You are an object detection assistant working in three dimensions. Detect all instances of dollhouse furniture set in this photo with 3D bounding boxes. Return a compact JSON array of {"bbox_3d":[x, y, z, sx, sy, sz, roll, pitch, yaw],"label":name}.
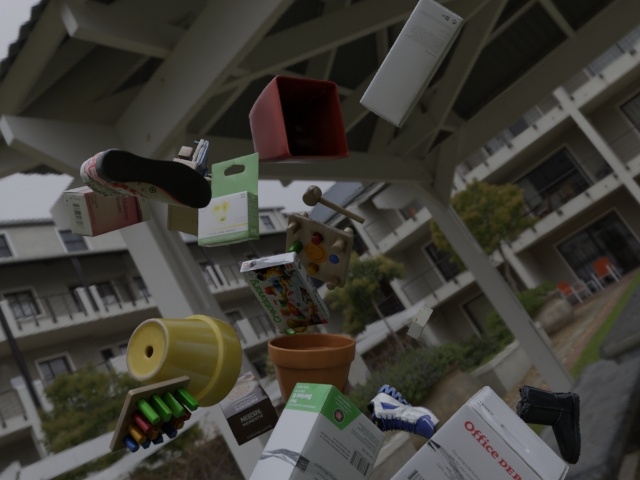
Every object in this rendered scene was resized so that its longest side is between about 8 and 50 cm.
[{"bbox_3d":[-0.328,-0.189,1.800,0.198,0.303,0.286,15,-44,-4],"label":"dollhouse furniture set"}]

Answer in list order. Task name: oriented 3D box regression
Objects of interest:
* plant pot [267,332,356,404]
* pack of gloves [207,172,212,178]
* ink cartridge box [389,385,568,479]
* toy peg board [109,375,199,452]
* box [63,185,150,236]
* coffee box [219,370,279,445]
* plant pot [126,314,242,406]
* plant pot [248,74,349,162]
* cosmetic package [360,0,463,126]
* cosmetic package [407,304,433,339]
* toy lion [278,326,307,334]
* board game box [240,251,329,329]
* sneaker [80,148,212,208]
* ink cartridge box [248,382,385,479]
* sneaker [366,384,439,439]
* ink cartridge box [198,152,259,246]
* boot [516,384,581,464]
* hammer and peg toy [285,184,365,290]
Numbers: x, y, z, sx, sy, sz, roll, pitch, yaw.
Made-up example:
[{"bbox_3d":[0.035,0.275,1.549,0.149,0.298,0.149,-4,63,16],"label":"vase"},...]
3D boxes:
[{"bbox_3d":[-0.028,0.432,1.921,0.290,0.204,0.291,0,1,0],"label":"plant pot"},{"bbox_3d":[-0.501,-0.207,2.548,0.232,0.046,0.195,-82,4,-69],"label":"pack of gloves"},{"bbox_3d":[0.400,0.629,1.535,0.166,0.285,0.395,-10,-41,-56],"label":"ink cartridge box"},{"bbox_3d":[-0.359,0.402,1.290,0.161,0.079,0.161,-2,-60,-53],"label":"toy peg board"},{"bbox_3d":[-0.707,-0.114,1.938,0.126,0.149,0.232,6,20,37],"label":"box"},{"bbox_3d":[-0.229,0.505,1.776,0.141,0.098,0.246,-25,14,-16],"label":"coffee box"},{"bbox_3d":[-0.385,0.318,1.587,0.254,0.254,0.239,-36,-34,19],"label":"plant pot"},{"bbox_3d":[-0.097,-0.383,1.983,0.267,0.267,0.235,-7,-4,-42],"label":"plant pot"},{"bbox_3d":[0.288,-0.552,1.843,0.366,0.155,0.197,-57,-3,11],"label":"cosmetic package"},{"bbox_3d":[0.323,0.265,1.884,0.115,0.041,0.060,-40,-27,-58],"label":"cosmetic package"},{"bbox_3d":[-0.099,0.326,2.208,0.034,0.096,0.100,-80,15,-51],"label":"toy lion"},{"bbox_3d":[-0.113,0.175,1.940,0.193,0.053,0.305,-12,-51,21],"label":"board game box"},{"bbox_3d":[-0.384,-0.129,1.278,0.270,0.090,0.145,15,-14,-43],"label":"sneaker"},{"bbox_3d":[-0.013,0.472,1.190,0.121,0.211,0.289,-9,41,45],"label":"ink cartridge box"},{"bbox_3d":[0.303,0.720,2.320,0.182,0.315,0.128,-25,-55,-36],"label":"sneaker"},{"bbox_3d":[-0.240,-0.108,1.521,0.171,0.235,0.056,-9,-12,31],"label":"ink cartridge box"},{"bbox_3d":[0.782,0.634,2.010,0.207,0.247,0.094,6,-12,-1],"label":"boot"},{"bbox_3d":[0.000,0.000,2.103,0.127,0.265,0.361,-52,-22,-47],"label":"hammer and peg toy"}]
